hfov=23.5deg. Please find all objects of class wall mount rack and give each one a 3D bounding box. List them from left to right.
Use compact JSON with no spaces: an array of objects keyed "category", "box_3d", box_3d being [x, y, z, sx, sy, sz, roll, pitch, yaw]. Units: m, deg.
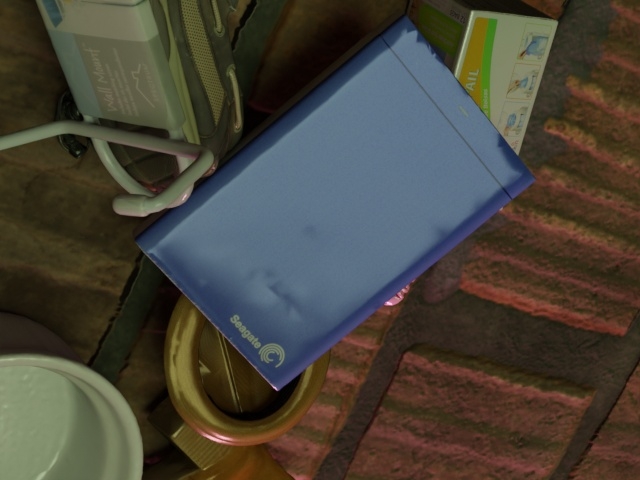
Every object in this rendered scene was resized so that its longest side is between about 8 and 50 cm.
[{"category":"wall mount rack","box_3d":[-0.245,-0.149,1.227,0.130,0.304,0.350,-46,133,-38]}]

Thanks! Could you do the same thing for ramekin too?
[{"category":"ramekin","box_3d":[-0.316,0.198,1.422,0.277,0.135,0.277,-13,120,-24]}]

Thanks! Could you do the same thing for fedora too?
[{"category":"fedora","box_3d":[-0.082,0.105,1.532,0.194,0.079,0.194,-4,99,-26]}]

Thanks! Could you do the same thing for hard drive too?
[{"category":"hard drive","box_3d":[0.015,-0.033,1.434,0.319,0.040,0.210,-40,113,5]}]

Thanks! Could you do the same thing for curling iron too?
[{"category":"curling iron","box_3d":[-0.131,-0.080,1.443,0.274,0.035,0.068,19,97,-34]}]

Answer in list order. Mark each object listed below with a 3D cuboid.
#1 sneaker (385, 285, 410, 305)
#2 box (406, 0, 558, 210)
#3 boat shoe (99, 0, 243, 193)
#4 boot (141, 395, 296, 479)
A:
[{"category":"sneaker","box_3d":[0.086,0.009,1.612,0.057,0.047,0.119,33,95,-26]},{"category":"box","box_3d":[0.136,-0.142,1.514,0.103,0.114,0.203,2,115,-30]},{"category":"boat shoe","box_3d":[-0.145,-0.217,1.327,0.130,0.132,0.355,-32,125,-45]},{"category":"boot","box_3d":[-0.167,0.308,1.584,0.295,0.104,0.211,-44,127,-8]}]
